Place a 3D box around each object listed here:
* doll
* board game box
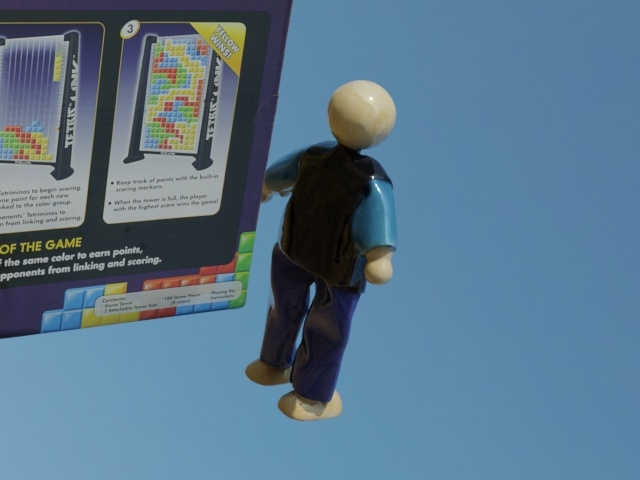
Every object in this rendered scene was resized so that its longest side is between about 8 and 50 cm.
[{"bbox_3d":[0.000,0.000,0.822,0.129,0.046,0.189,41,-55,44],"label":"doll"},{"bbox_3d":[-0.093,-0.042,0.422,0.048,0.170,0.141,34,-59,47],"label":"board game box"}]
